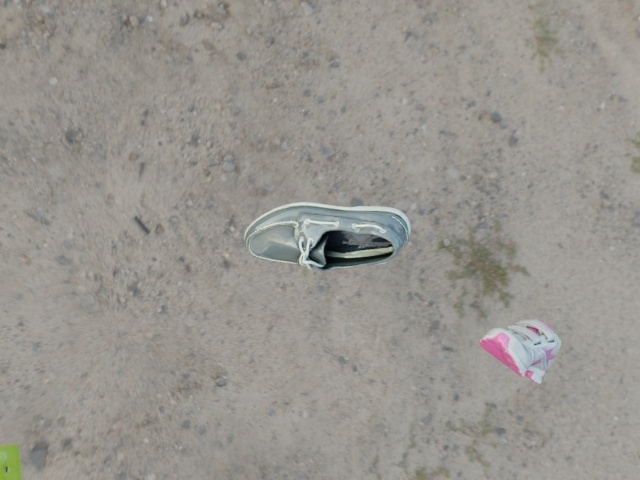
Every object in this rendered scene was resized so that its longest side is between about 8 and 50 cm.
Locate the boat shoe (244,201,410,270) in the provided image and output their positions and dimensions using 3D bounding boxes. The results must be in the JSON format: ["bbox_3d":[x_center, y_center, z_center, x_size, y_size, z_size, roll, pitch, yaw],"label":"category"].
[{"bbox_3d":[0.000,0.000,1.104,0.320,0.099,0.116,-3,118,16],"label":"boat shoe"}]

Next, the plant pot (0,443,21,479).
[{"bbox_3d":[-0.791,0.564,1.280,0.228,0.207,0.227,-13,71,1],"label":"plant pot"}]

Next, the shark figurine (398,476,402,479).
[{"bbox_3d":[0.046,0.397,0.786,0.116,0.278,0.166,4,64,1],"label":"shark figurine"}]

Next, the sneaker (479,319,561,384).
[{"bbox_3d":[0.398,0.200,1.189,0.111,0.103,0.252,-56,144,4],"label":"sneaker"}]
